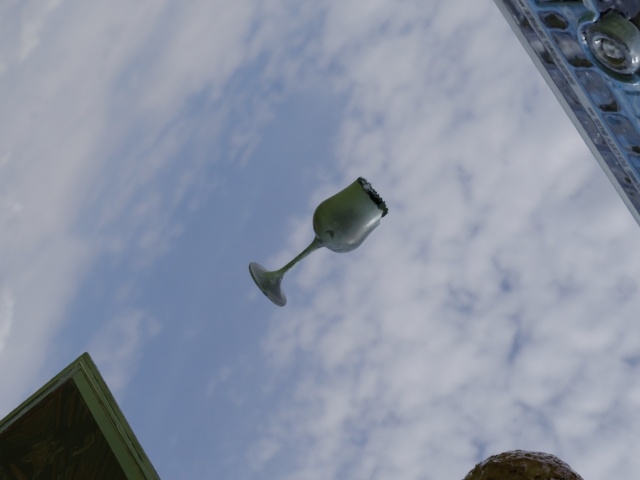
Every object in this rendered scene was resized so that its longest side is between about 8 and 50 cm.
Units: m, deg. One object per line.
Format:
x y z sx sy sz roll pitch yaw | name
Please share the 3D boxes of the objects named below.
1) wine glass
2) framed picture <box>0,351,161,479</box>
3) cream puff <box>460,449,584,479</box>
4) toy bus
0.000 0.000 1.469 0.195 0.079 0.079 -39 -150 14 | wine glass
-0.358 0.306 1.419 0.273 0.016 0.216 -39 -115 5 | framed picture
0.268 0.438 1.615 0.303 0.212 0.303 -50 180 0 | cream puff
0.238 -0.101 0.754 0.106 0.297 0.131 -43 -158 -10 | toy bus
